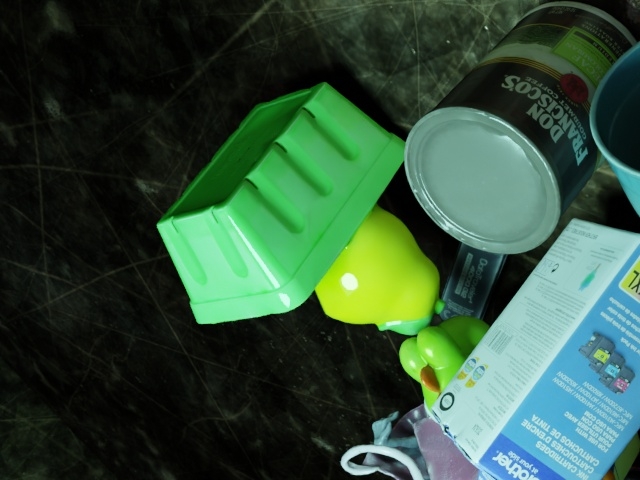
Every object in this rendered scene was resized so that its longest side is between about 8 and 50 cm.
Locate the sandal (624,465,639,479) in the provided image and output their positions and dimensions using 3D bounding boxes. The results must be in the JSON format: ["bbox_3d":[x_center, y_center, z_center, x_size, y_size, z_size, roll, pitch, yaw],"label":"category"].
[{"bbox_3d":[0.502,0.384,1.885,0.179,0.040,0.067,21,142,21],"label":"sandal"}]

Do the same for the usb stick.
[{"bbox_3d":[0.243,0.039,1.799,0.077,0.045,0.278,25,139,12],"label":"usb stick"}]

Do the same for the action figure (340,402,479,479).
[{"bbox_3d":[0.257,0.442,1.995,0.248,0.276,0.370,-25,92,45],"label":"action figure"}]

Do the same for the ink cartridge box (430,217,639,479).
[{"bbox_3d":[0.292,0.177,1.459,0.151,0.395,0.270,38,-179,-7],"label":"ink cartridge box"}]

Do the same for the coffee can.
[{"bbox_3d":[0.257,-0.143,1.428,0.202,0.275,0.201,24,138,24],"label":"coffee can"}]

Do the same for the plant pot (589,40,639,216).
[{"bbox_3d":[0.474,-0.082,1.325,0.272,0.271,0.255,7,145,38],"label":"plant pot"}]

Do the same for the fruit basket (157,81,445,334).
[{"bbox_3d":[0.000,0.000,1.726,0.283,0.392,0.392,-11,117,47],"label":"fruit basket"}]

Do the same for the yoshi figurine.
[{"bbox_3d":[0.267,0.244,1.699,0.362,0.203,0.203,49,177,-10],"label":"yoshi figurine"}]

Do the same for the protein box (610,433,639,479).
[{"bbox_3d":[0.368,0.286,1.839,0.201,0.136,0.199,3,127,40],"label":"protein box"}]
